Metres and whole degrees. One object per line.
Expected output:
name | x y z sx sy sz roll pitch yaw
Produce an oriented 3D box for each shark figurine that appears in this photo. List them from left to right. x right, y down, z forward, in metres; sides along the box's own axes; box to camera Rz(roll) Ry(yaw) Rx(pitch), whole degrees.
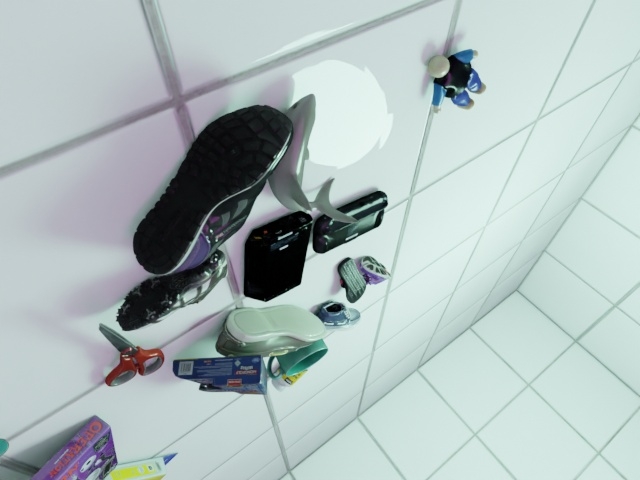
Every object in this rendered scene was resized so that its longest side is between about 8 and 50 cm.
shark figurine | -0.029 -0.080 0.731 0.166 0.116 0.278 -37 149 -7

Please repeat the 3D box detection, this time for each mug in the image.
mug | -0.070 0.287 1.183 0.158 0.097 0.129 -19 151 -30

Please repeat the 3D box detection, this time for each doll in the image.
doll | 0.255 -0.300 0.853 0.189 0.046 0.129 5 125 -54

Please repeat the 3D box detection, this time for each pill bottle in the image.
pill bottle | -0.091 0.398 1.347 0.116 0.065 0.065 -45 151 4

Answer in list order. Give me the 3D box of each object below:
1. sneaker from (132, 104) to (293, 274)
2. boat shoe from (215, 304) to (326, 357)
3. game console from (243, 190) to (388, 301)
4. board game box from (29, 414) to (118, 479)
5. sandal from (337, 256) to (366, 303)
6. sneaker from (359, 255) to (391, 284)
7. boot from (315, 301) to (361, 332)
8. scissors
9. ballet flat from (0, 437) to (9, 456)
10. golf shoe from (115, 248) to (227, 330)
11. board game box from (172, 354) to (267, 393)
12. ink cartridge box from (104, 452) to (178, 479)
sneaker | -0.140 -0.070 0.644 0.283 0.107 0.124 -45 166 11
boat shoe | -0.107 0.217 1.044 0.305 0.109 0.091 11 122 -49
game console | 0.000 0.000 0.948 0.362 0.044 0.213 -25 148 -29
board game box | -0.537 0.521 0.840 0.347 0.056 0.208 -48 159 -45
sandal | 0.078 0.102 1.195 0.067 0.040 0.179 -38 137 -17
sneaker | 0.144 0.096 1.235 0.071 0.068 0.170 -39 152 9
boot | 0.062 0.213 1.282 0.190 0.069 0.086 -8 139 -44
scissors | -0.321 0.186 0.772 0.109 0.021 0.297 -17 152 -31
ballet flat | -0.572 0.353 0.722 0.114 0.041 0.041 -13 140 -42
golf shoe | -0.234 0.090 0.740 0.198 0.077 0.094 -35 151 -11
board game box | -0.193 0.303 0.986 0.194 0.060 0.194 -6 154 10
ink cartridge box | -0.559 0.693 1.164 0.303 0.072 0.307 -45 150 3
